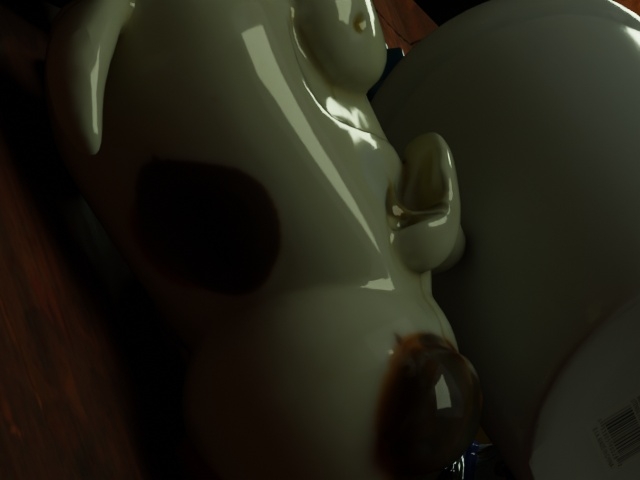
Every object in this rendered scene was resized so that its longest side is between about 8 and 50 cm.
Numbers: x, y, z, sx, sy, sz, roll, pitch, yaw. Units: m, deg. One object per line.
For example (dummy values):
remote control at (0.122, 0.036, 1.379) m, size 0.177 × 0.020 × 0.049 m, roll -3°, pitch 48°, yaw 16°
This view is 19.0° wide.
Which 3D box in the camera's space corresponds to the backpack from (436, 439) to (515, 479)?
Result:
backpack at (0.104, 0.293, 1.619) m, size 0.277 × 0.213 × 0.263 m, roll 69°, pitch 21°, yaw -10°

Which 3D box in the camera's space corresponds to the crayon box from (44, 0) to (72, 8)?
crayon box at (-0.209, -0.335, 1.473) m, size 0.363 × 0.106 × 0.313 m, roll 17°, pitch 50°, yaw -65°

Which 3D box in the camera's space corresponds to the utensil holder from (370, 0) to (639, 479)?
utensil holder at (0.238, 0.022, 1.606) m, size 0.328 × 0.327 × 0.385 m, roll 58°, pitch 2°, yaw -40°

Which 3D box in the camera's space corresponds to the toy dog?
toy dog at (-0.021, 0.003, 1.376) m, size 0.395 × 0.284 × 0.408 m, roll -4°, pitch 74°, yaw -78°

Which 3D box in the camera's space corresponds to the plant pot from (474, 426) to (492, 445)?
plant pot at (0.193, 0.089, 2.193) m, size 0.187 × 0.212 × 0.212 m, roll 39°, pitch 28°, yaw -42°

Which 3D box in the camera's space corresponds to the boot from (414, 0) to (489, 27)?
boot at (0.021, -0.260, 1.768) m, size 0.445 × 0.146 × 0.367 m, roll 6°, pitch 36°, yaw -34°

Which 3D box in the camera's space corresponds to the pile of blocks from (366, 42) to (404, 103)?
pile of blocks at (-0.001, -0.154, 1.890) m, size 0.362 × 0.112 × 0.149 m, roll 37°, pitch -39°, yaw 30°
